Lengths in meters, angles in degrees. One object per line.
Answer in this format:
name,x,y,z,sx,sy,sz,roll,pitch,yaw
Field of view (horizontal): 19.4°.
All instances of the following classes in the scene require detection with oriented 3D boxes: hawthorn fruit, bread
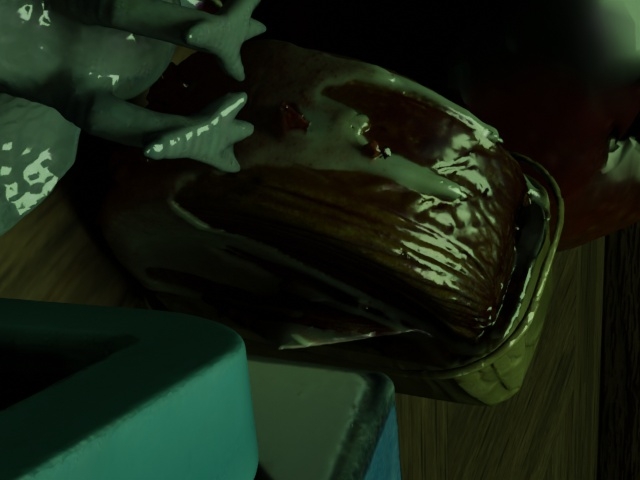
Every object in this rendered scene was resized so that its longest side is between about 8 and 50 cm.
hawthorn fruit,0.100,-0.139,1.102,0.316,0.316,0.316,6,90,-74
bread,0.000,0.000,0.906,0.212,0.224,0.142,49,55,-52

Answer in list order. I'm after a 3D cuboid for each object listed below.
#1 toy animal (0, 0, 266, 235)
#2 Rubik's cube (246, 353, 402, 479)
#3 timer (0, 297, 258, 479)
toy animal,-0.103,-0.080,0.720,0.255,0.176,0.239,-4,115,-54
Rubik's cube,-0.086,0.171,0.683,0.205,0.207,0.205,-63,152,-49
timer,-0.151,0.049,0.369,0.250,0.231,0.091,-52,142,-64
